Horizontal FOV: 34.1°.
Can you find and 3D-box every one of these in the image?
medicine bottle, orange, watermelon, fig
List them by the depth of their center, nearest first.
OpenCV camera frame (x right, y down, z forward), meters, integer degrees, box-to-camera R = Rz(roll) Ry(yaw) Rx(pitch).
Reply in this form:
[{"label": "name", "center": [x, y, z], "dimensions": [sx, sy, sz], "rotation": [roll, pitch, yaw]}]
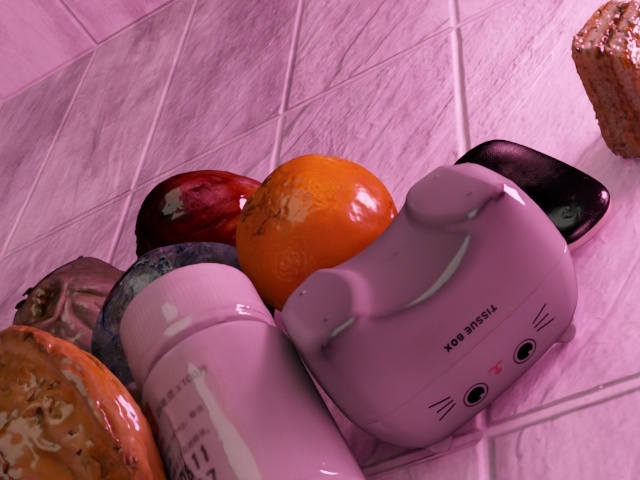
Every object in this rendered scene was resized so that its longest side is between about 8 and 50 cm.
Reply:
[{"label": "medicine bottle", "center": [-0.103, 0.216, 1.270], "dimensions": [0.211, 0.211, 0.371], "rotation": [-36, 49, 4]}, {"label": "orange", "center": [0.000, 0.000, 1.522], "dimensions": [0.246, 0.246, 0.246], "rotation": [-27, 33, 19]}, {"label": "watermelon", "center": [-0.210, 0.146, 1.561], "dimensions": [0.175, 0.188, 0.322], "rotation": [35, 92, 38]}, {"label": "fig", "center": [-0.189, -0.013, 1.747], "dimensions": [0.263, 0.224, 0.224], "rotation": [-31, 31, 0]}]

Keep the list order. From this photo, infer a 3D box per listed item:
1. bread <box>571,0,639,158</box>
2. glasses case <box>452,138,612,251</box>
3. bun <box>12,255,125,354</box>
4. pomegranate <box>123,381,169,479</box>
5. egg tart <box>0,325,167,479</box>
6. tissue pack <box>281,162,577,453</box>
[{"label": "bread", "center": [0.421, -0.218, 1.402], "dimensions": [0.102, 0.196, 0.138], "rotation": [-5, 40, 38]}, {"label": "glasses case", "center": [0.283, -0.067, 1.460], "dimensions": [0.122, 0.075, 0.314], "rotation": [-41, 31, -7]}, {"label": "bun", "center": [-0.406, 0.145, 1.772], "dimensions": [0.281, 0.205, 0.281], "rotation": [-26, 31, 18]}, {"label": "pomegranate", "center": [-0.210, 0.265, 1.454], "dimensions": [0.224, 0.181, 0.181], "rotation": [-32, 29, -17]}, {"label": "egg tart", "center": [-0.345, 0.326, 1.281], "dimensions": [0.178, 0.443, 0.443], "rotation": [-18, 14, -41]}, {"label": "tissue pack", "center": [0.142, 0.088, 1.267], "dimensions": [0.333, 0.236, 0.229], "rotation": [-40, 22, -4]}]
